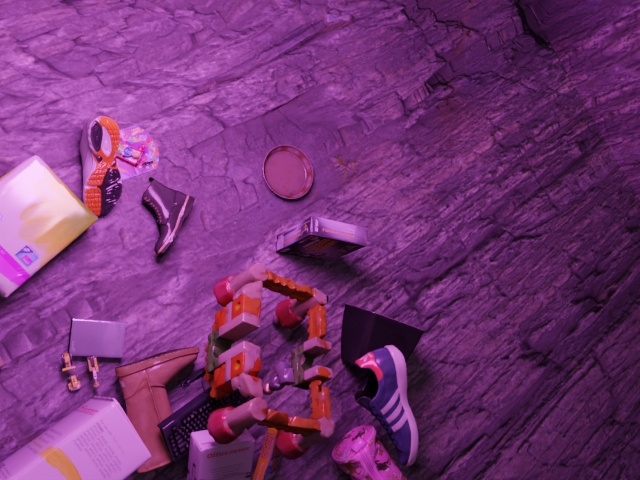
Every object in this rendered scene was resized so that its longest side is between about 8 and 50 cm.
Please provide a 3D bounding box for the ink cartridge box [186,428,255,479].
[{"bbox_3d":[-0.260,0.588,1.805,0.148,0.086,0.203,-2,110,-29],"label":"ink cartridge box"}]

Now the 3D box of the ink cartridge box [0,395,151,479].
[{"bbox_3d":[-0.604,0.533,1.569,0.385,0.279,0.160,-36,99,-29],"label":"ink cartridge box"}]

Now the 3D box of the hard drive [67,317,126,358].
[{"bbox_3d":[-0.570,0.251,1.789,0.135,0.022,0.094,8,77,-27],"label":"hard drive"}]

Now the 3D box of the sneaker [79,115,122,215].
[{"bbox_3d":[-0.582,-0.197,1.835,0.099,0.121,0.262,1,103,-37],"label":"sneaker"}]

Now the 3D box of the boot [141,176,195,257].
[{"bbox_3d":[-0.442,-0.064,1.898,0.137,0.077,0.198,30,55,-16],"label":"boot"}]

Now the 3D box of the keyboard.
[{"bbox_3d":[-0.292,0.417,1.843,0.317,0.033,0.201,-32,111,-42],"label":"keyboard"}]

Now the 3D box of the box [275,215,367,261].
[{"bbox_3d":[0.000,0.000,2.025,0.183,0.231,0.056,13,71,-27],"label":"box"}]

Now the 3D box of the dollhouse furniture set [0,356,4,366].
[{"bbox_3d":[-0.772,0.221,1.526,0.151,0.301,0.197,-27,91,-27],"label":"dollhouse furniture set"}]

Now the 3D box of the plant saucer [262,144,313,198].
[{"bbox_3d":[-0.102,-0.205,2.125,0.168,0.029,0.168,6,77,-27],"label":"plant saucer"}]

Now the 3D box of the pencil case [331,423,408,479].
[{"bbox_3d":[0.189,0.716,2.021,0.386,0.167,0.160,55,41,-6],"label":"pencil case"}]

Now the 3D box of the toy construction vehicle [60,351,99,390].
[{"bbox_3d":[-0.595,0.324,1.740,0.086,0.035,0.098,-8,99,-25],"label":"toy construction vehicle"}]

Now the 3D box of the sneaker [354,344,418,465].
[{"bbox_3d":[0.176,0.477,1.981,0.148,0.131,0.350,-12,93,-14],"label":"sneaker"}]

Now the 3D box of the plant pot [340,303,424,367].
[{"bbox_3d":[0.163,0.304,2.093,0.187,0.188,0.167,22,85,-23],"label":"plant pot"}]

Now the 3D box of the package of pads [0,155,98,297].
[{"bbox_3d":[-0.736,-0.039,1.711,0.229,0.101,0.296,50,63,-12],"label":"package of pads"}]

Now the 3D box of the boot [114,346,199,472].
[{"bbox_3d":[-0.399,0.429,1.818,0.236,0.089,0.269,-14,90,-27],"label":"boot"}]

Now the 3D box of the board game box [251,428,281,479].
[{"bbox_3d":[-0.143,0.608,1.893,0.039,0.124,0.259,9,66,14],"label":"board game box"}]

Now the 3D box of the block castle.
[{"bbox_3d":[-0.140,0.312,1.816,0.303,0.213,0.453,24,48,-35],"label":"block castle"}]

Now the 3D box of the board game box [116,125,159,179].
[{"bbox_3d":[-0.519,-0.243,1.906,0.169,0.033,0.133,-23,92,-30],"label":"board game box"}]
